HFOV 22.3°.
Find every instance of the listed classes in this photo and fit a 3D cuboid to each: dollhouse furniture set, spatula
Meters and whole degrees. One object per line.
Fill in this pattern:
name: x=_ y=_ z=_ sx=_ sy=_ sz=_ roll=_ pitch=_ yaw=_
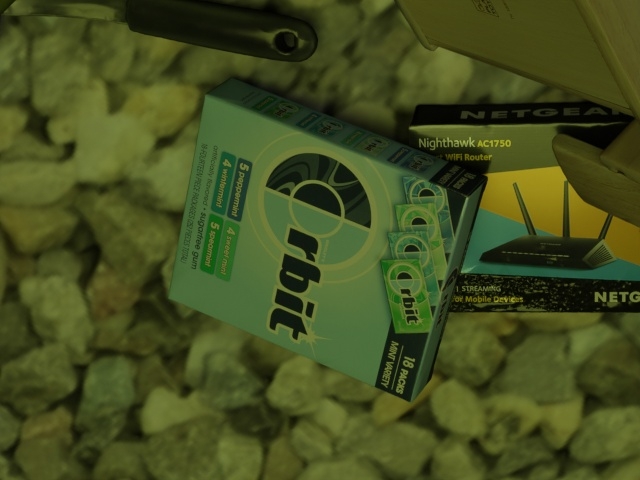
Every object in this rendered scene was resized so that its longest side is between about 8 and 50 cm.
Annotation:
dollhouse furniture set: x=0.211 y=-0.204 z=0.934 sx=0.303 sy=0.198 sz=0.286 roll=-45 pitch=129 yaw=-12
spatula: x=-0.147 y=-0.149 z=1.040 sx=0.296 sy=0.030 sz=0.084 roll=8 pitch=113 yaw=5

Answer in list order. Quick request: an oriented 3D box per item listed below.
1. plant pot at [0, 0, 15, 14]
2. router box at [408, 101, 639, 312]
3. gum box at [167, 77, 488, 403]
plant pot: x=-0.156 y=-0.298 z=0.871 sx=0.293 sy=0.275 sz=0.275 roll=-34 pitch=106 yaw=4
router box: x=0.149 y=-0.020 z=1.045 sx=0.179 sy=0.046 sz=0.133 roll=-1 pitch=114 yaw=9
gum box: x=0.000 y=0.000 z=1.049 sx=0.184 sy=0.041 sz=0.157 roll=22 pitch=120 yaw=16
